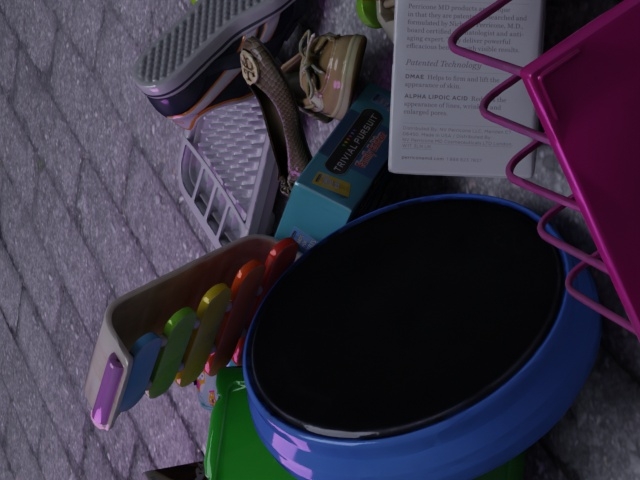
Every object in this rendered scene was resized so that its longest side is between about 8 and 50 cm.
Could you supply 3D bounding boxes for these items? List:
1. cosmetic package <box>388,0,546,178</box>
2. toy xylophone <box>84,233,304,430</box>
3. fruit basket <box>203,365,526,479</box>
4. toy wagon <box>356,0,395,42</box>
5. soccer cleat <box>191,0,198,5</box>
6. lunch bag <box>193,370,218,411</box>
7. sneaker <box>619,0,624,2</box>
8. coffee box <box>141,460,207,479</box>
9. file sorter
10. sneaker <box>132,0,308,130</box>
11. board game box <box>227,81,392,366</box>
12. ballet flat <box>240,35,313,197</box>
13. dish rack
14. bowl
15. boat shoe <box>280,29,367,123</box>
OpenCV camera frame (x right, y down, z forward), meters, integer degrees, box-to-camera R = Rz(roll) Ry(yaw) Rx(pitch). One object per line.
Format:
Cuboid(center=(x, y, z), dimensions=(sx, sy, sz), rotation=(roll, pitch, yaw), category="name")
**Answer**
Cuboid(center=(0.155, -0.271, 1.572), dimensions=(0.217, 0.156, 0.384), rotation=(-67, -22, -77), category="cosmetic package")
Cuboid(center=(-0.148, 0.112, 1.724), dimensions=(0.081, 0.323, 0.236), rotation=(41, 141, 22), category="toy xylophone")
Cuboid(center=(0.073, 0.288, 1.792), dimensions=(0.392, 0.392, 0.282), rotation=(-19, 61, 62), category="fruit basket")
Cuboid(center=(0.132, -0.316, 1.805), dimensions=(0.267, 0.068, 0.344), rotation=(-1, 93, 63), category="toy wagon")
Cuboid(center=(-0.171, -0.376, 2.398), dimensions=(0.179, 0.072, 0.060), rotation=(59, 147, 6), category="soccer cleat")
Cuboid(center=(-0.109, 0.148, 2.280), dimensions=(0.279, 0.108, 0.224), rotation=(-8, 86, 63), category="lunch bag")
Cuboid(center=(0.336, -0.282, 1.405), dimensions=(0.136, 0.116, 0.314), rotation=(-61, 27, 3), category="sneaker")
Cuboid(center=(-0.078, 0.379, 2.041), dimensions=(0.168, 0.297, 0.118), rotation=(51, 139, 48), category="coffee box")
Cuboid(center=(0.268, -0.091, 1.297), dimensions=(0.290, 0.202, 0.182), rotation=(61, 168, -26), category="file sorter")
Cuboid(center=(-0.114, -0.289, 2.126), dimensions=(0.126, 0.321, 0.127), rotation=(43, 171, 43), category="sneaker")
Cuboid(center=(0.000, 0.000, 1.919), dimensions=(0.253, 0.079, 0.336), rotation=(-56, -9, -50), category="board game box")
Cuboid(center=(-0.057, -0.152, 1.995), dimensions=(0.084, 0.058, 0.249), rotation=(46, 160, 57), category="ballet flat")
Cuboid(center=(-0.120, -0.158, 2.306), dimensions=(0.285, 0.072, 0.332), rotation=(55, 139, 47), category="dish rack")
Cuboid(center=(0.097, 0.096, 1.594), dimensions=(0.391, 0.391, 0.077), rotation=(45, 165, 52), category="bowl")
Cuboid(center=(-0.004, -0.211, 1.967), dimensions=(0.285, 0.089, 0.104), rotation=(145, 141, -77), category="boat shoe")
